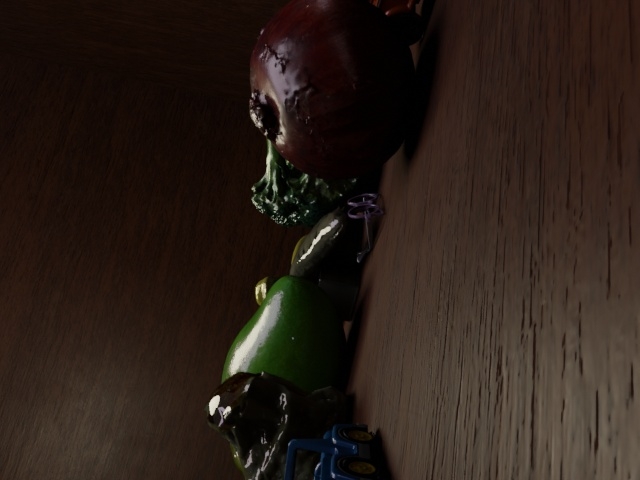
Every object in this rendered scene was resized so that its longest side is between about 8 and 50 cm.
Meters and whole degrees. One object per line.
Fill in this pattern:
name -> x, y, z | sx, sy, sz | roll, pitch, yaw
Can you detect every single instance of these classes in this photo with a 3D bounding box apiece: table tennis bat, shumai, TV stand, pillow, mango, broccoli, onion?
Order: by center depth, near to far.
onion -> 0.011, -0.219, 0.970 | 0.276, 0.276, 0.277 | -169, 90, -88
shumai -> -0.083, 0.335, 1.030 | 0.225, 0.221, 0.261 | 125, 156, -83
mango -> -0.067, 0.228, 1.211 | 0.225, 0.201, 0.382 | 39, 128, 38
pillow -> 0.000, 0.000, 1.224 | 0.241, 0.051, 0.093 | -53, 12, 52
broccoli -> -0.008, -0.149, 1.322 | 0.265, 0.294, 0.246 | 25, 138, 61
TV stand -> 0.035, 0.042, 1.345 | 0.270, 0.082, 0.088 | -81, 3, -58
table tennis bat -> -0.035, 0.099, 1.407 | 0.368, 0.054, 0.224 | -6, -90, -66

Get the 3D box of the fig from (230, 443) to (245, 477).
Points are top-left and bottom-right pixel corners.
fig -> -0.104, 0.522, 1.576 | 0.206, 0.205, 0.275 | -82, -19, -50

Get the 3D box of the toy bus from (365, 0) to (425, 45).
toy bus -> 0.113, -0.450, 0.984 | 0.329, 0.153, 0.143 | 108, 172, -51

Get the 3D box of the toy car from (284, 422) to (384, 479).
toy car -> 0.009, 0.262, 0.694 | 0.191, 0.100, 0.097 | -61, -21, -84

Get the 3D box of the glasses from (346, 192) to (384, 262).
glasses -> 0.084, -0.016, 1.142 | 0.140, 0.062, 0.104 | -86, -14, -72
